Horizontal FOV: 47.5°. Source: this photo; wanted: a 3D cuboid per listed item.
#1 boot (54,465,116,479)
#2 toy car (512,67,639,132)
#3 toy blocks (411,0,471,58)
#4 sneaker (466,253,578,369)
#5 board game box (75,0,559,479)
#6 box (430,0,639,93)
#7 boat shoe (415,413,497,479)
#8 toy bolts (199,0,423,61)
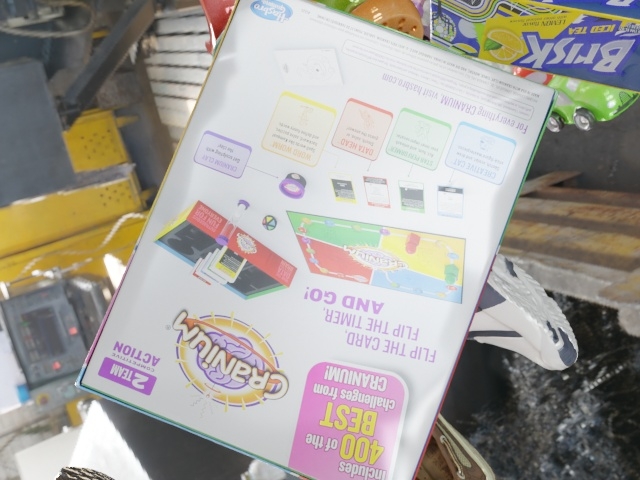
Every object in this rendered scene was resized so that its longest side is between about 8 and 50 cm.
[{"bbox_3d":[-0.286,0.447,0.950,0.118,0.222,0.338,22,155,36],"label":"boot"},{"bbox_3d":[0.224,-0.148,0.744,0.053,0.239,0.225,55,165,-17],"label":"toy car"},{"bbox_3d":[0.131,-0.404,1.322,0.289,0.309,0.260,18,96,19],"label":"toy blocks"},{"bbox_3d":[0.107,0.074,0.685,0.235,0.094,0.153,35,116,0],"label":"sneaker"},{"bbox_3d":[0.000,0.000,0.530,0.242,0.316,0.064,22,175,4],"label":"board game box"},{"bbox_3d":[0.166,-0.159,0.524,0.169,0.054,0.059,19,145,23],"label":"box"},{"bbox_3d":[0.072,0.188,0.768,0.257,0.095,0.095,36,98,35],"label":"boat shoe"},{"bbox_3d":[-0.003,-0.226,0.722,0.218,0.229,0.158,80,164,-57],"label":"toy bolts"}]
